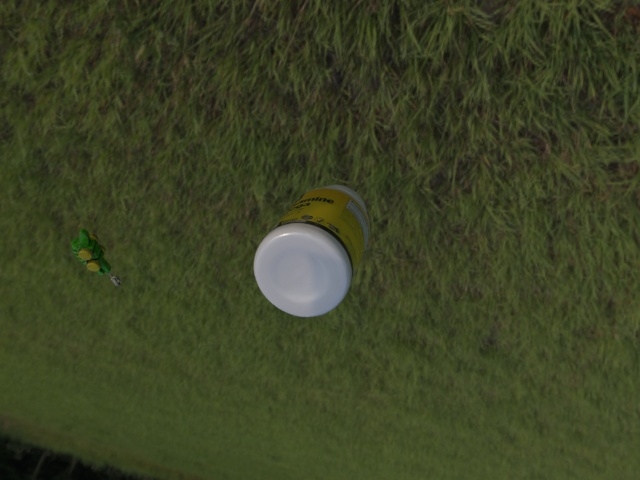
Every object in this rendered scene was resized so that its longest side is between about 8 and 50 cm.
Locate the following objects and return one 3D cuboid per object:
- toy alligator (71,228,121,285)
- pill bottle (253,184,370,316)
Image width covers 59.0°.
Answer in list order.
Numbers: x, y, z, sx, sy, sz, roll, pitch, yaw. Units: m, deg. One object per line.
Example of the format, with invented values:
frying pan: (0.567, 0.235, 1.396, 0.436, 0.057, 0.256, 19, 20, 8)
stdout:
toy alligator: (-0.501, 0.044, 1.248, 0.051, 0.056, 0.190, -6, 138, 5)
pill bottle: (0.000, 0.000, 1.180, 0.187, 0.334, 0.188, 5, 114, 12)
